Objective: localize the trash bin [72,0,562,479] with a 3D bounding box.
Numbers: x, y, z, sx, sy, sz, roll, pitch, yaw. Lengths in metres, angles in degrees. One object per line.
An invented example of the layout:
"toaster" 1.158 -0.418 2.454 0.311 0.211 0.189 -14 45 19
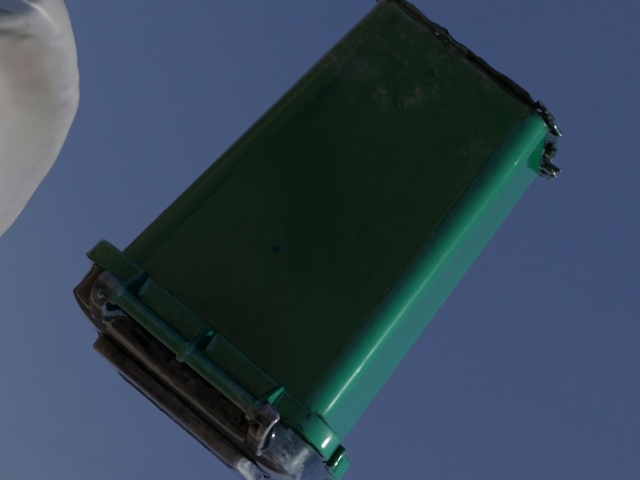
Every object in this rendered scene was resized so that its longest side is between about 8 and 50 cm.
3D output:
"trash bin" 0.000 0.000 1.590 0.259 0.381 0.295 38 -9 11

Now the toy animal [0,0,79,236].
"toy animal" -0.151 0.041 0.445 0.194 0.258 0.357 37 -60 26
